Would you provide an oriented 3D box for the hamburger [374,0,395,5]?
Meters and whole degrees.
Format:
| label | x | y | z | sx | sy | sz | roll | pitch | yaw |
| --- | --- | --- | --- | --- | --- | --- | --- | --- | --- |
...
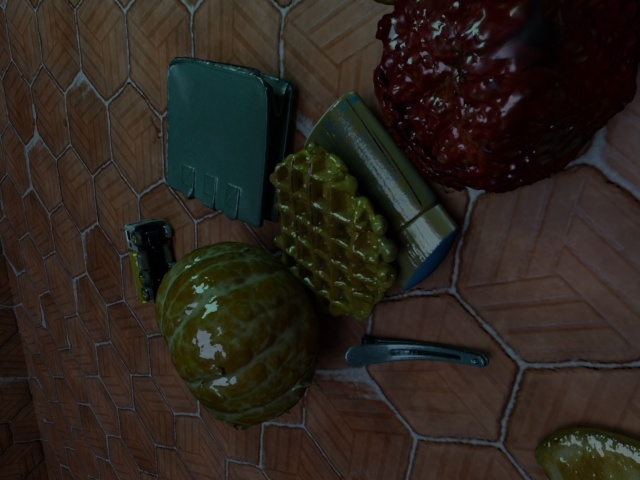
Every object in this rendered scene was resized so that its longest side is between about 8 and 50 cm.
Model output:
| label | x | y | z | sx | sy | sz | roll | pitch | yaw |
| --- | --- | --- | --- | --- | --- | --- | --- | --- | --- |
| hamburger | 0.107 | -0.351 | 0.484 | 0.162 | 0.162 | 0.115 | -25 | 75 | 41 |

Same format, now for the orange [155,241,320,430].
| label | x | y | z | sx | sy | sz | roll | pitch | yaw |
| --- | --- | --- | --- | --- | --- | --- | --- | --- | --- |
| orange | -0.142 | 0.158 | 0.770 | 0.329 | 0.249 | 0.329 | 54 | 160 | 31 |

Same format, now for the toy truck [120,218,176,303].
| label | x | y | z | sx | sy | sz | roll | pitch | yaw |
| --- | --- | --- | --- | --- | --- | --- | --- | --- | --- |
| toy truck | -0.439 | 0.056 | 1.103 | 0.114 | 0.098 | 0.227 | 12 | 113 | 43 |

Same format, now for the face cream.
| label | x | y | z | sx | sy | sz | roll | pitch | yaw |
| --- | --- | --- | --- | --- | --- | --- | --- | --- | --- |
| face cream | 0.089 | -0.071 | 0.646 | 0.285 | 0.067 | 0.139 | 56 | 135 | 12 |

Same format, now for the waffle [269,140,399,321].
| label | x | y | z | sx | sy | sz | roll | pitch | yaw |
| --- | --- | --- | --- | --- | --- | --- | --- | --- | --- |
| waffle | 0.002 | -0.006 | 0.693 | 0.282 | 0.058 | 0.301 | 49 | 146 | 22 |

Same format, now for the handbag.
| label | x | y | z | sx | sy | sz | roll | pitch | yaw |
| --- | --- | --- | --- | --- | --- | --- | --- | --- | --- |
| handbag | -0.174 | -0.190 | 0.811 | 0.268 | 0.100 | 0.274 | 21 | 117 | 29 |

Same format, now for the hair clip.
| label | x | y | z | sx | sy | sz | roll | pitch | yaw |
| --- | --- | --- | --- | --- | --- | --- | --- | --- | --- |
| hair clip | 0.153 | 0.179 | 0.690 | 0.229 | 0.070 | 0.039 | -9 | 95 | 33 |

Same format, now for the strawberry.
| label | x | y | z | sx | sy | sz | roll | pitch | yaw |
| --- | --- | --- | --- | --- | --- | --- | --- | --- | --- |
| strawberry | 0.173 | -0.169 | 0.423 | 0.273 | 0.220 | 0.274 | 11 | 123 | 17 |

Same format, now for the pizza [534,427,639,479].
| label | x | y | z | sx | sy | sz | roll | pitch | yaw |
| --- | --- | --- | --- | --- | --- | --- | --- | --- | --- |
| pizza | 0.406 | 0.359 | 0.543 | 0.181 | 0.034 | 0.262 | -28 | 85 | 42 |
